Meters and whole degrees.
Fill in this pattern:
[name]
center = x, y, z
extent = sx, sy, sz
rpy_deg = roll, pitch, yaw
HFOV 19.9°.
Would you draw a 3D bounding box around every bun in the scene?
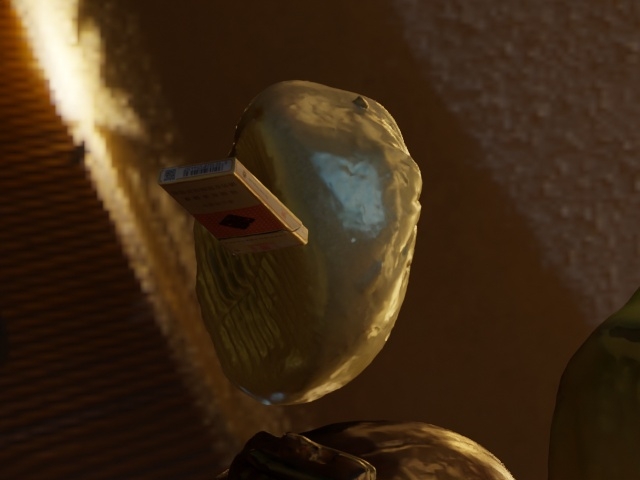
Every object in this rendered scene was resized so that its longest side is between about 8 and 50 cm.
[bun]
center = 0.000, 0.000, 1.296
extent = 0.229, 0.145, 0.229
rpy_deg = 16, -71, 56

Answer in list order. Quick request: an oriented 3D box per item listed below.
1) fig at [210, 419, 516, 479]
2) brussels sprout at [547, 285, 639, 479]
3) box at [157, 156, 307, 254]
[fig]
center = 0.009, 0.190, 0.947
extent = 0.214, 0.235, 0.235
rpy_deg = 45, -37, -10
[brussels sprout]
center = 0.181, 0.065, 0.628
extent = 0.161, 0.223, 0.223
rpy_deg = 23, -68, 32
[box]
center = -0.045, -0.017, 0.951
extent = 0.046, 0.083, 0.012
rpy_deg = -9, -121, 24
